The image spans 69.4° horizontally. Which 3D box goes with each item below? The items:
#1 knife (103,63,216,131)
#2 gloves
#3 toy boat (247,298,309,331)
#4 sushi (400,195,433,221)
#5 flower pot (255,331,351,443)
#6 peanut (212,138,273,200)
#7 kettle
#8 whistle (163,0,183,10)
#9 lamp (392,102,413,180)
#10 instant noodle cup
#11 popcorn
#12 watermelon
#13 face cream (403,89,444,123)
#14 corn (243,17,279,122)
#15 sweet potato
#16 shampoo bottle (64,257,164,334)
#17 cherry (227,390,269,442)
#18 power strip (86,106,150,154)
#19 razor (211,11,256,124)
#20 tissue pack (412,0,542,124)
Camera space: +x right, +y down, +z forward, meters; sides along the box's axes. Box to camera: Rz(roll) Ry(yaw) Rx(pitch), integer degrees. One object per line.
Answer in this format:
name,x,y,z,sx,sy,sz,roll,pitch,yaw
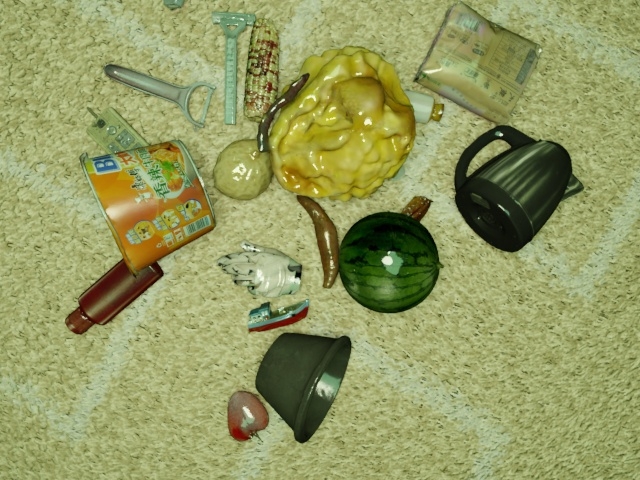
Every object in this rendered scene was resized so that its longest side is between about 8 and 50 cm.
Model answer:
knife,-0.408,-0.374,1.166,0.277,0.053,0.124,20,96,-1
gloves,-0.157,0.074,1.162,0.211,0.111,0.128,10,97,-9
toy boat,-0.108,0.186,1.181,0.172,0.069,0.059,-15,100,4
sushi,0.242,-0.073,1.188,0.052,0.055,0.120,39,80,9
flower pot,-0.050,0.330,1.122,0.166,0.269,0.269,19,92,19
peanut,-0.188,-0.176,1.147,0.140,0.109,0.159,19,104,-29
kettle,0.486,-0.140,1.141,0.271,0.250,0.207,-41,123,-7
whistle,-0.350,-0.712,1.137,0.180,0.093,0.270,8,92,23
lamp,0.197,-0.244,1.158,0.050,0.056,0.199,3,111,1
instant noodle cup,-0.381,-0.088,1.061,0.213,0.296,0.297,-24,92,-20
popcorn,0.026,-0.256,1.030,0.381,0.348,0.350,-14,93,-37
watermelon,0.162,0.052,1.099,0.241,0.242,0.243,0,92,-1
face cream,0.222,-0.344,1.178,0.181,0.051,0.072,12,97,0
corn,-0.144,-0.423,1.154,0.086,0.086,0.254,5,90,-1
sweet potato,0.009,-0.006,1.185,0.078,0.058,0.256,-18,88,20
shampoo bottle,-0.529,0.135,1.175,0.260,0.064,0.102,-41,90,0
cherry,-0.185,0.449,1.182,0.106,0.087,0.127,-6,73,1
power strip,-0.498,-0.242,1.178,0.092,0.034,0.268,-44,92,1
razor,-0.224,-0.434,1.165,0.110,0.056,0.278,2,92,-2
tissue pack,0.391,-0.437,1.143,0.256,0.123,0.215,26,93,-1
